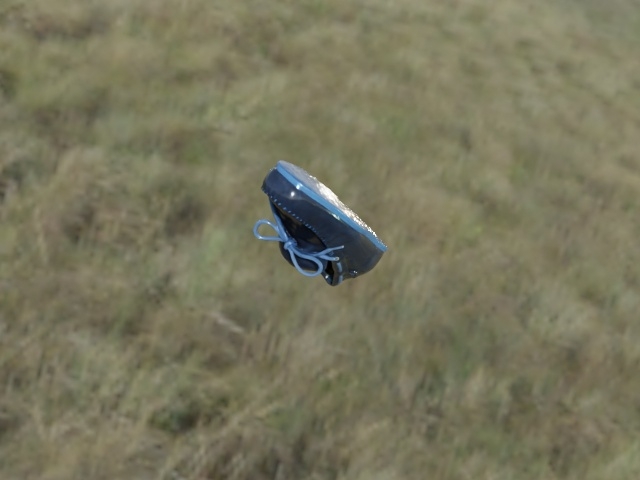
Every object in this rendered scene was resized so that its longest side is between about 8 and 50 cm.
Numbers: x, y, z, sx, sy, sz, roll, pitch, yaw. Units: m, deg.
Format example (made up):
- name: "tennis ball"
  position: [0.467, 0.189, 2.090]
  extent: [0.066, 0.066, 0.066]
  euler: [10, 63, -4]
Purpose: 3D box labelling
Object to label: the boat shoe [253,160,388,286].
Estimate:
- name: "boat shoe"
  position: [0.000, 0.000, 1.541]
  extent: [0.109, 0.089, 0.258]
  euler: [48, 4, 32]
